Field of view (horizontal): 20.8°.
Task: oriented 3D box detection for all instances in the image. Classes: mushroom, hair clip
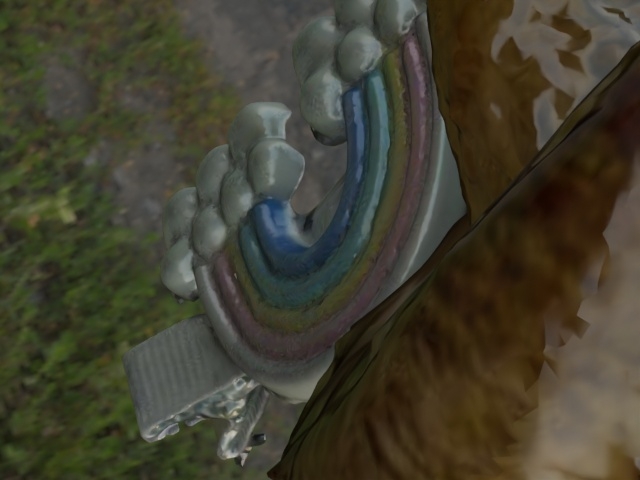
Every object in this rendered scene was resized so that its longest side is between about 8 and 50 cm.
[{"bbox_3d":[0.112,-0.009,0.475,0.195,0.263,0.283,20,60,-7],"label":"mushroom"},{"bbox_3d":[0.000,0.000,0.643,0.054,0.220,0.140,15,42,-33],"label":"hair clip"}]
